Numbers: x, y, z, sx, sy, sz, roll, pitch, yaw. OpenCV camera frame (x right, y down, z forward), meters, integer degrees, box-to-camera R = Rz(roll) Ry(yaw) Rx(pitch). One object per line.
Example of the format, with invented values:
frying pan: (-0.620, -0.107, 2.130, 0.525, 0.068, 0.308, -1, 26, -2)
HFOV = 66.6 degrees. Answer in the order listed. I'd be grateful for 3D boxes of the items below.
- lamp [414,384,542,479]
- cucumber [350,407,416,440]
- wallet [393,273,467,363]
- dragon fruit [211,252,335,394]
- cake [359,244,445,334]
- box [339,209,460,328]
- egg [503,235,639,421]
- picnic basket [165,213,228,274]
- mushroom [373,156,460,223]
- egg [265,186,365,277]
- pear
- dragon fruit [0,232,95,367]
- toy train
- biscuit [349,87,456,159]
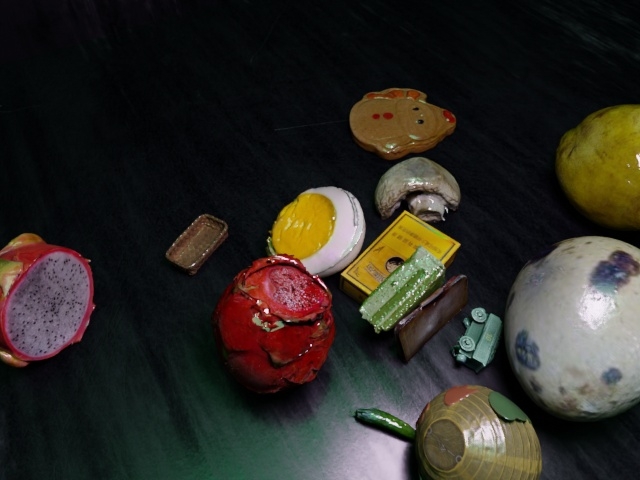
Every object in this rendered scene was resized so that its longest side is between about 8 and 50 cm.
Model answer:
lamp: (0.332, 0.424, 0.991, 0.284, 0.250, 0.250, 24, 43, -34)
cucumber: (0.148, 0.411, 1.110, 0.168, 0.039, 0.039, 19, 55, 12)
wallet: (0.285, 0.187, 1.227, 0.255, 0.137, 0.031, -35, 40, -24)
dragon fruit: (-0.103, 0.196, 1.120, 0.296, 0.301, 0.295, 2, 46, -2)
cake: (0.202, 0.118, 1.198, 0.235, 0.099, 0.100, -34, 60, -22)
box: (0.220, 0.071, 1.345, 0.193, 0.084, 0.301, 34, 59, 23)
egg: (0.589, 0.190, 1.090, 0.345, 0.345, 0.428, 29, 66, 20)
picnic basket: (-0.353, 0.011, 1.410, 0.110, 0.054, 0.193, 24, 56, 18)
mushroom: (0.300, -0.171, 1.485, 0.267, 0.164, 0.189, 3, 53, 3)
egg: (0.003, 0.002, 1.356, 0.286, 0.174, 0.264, -40, 53, 0)
pear: (0.886, -0.208, 1.410, 0.352, 0.352, 0.413, -11, 45, -8)
dragon fruit: (-0.726, 0.138, 1.176, 0.226, 0.305, 0.305, 10, 53, 17)
toy train: (0.396, 0.247, 1.222, 0.099, 0.070, 0.172, 29, 56, 12)
biscuit: (0.293, -0.429, 1.752, 0.381, 0.074, 0.358, -5, 54, 0)
